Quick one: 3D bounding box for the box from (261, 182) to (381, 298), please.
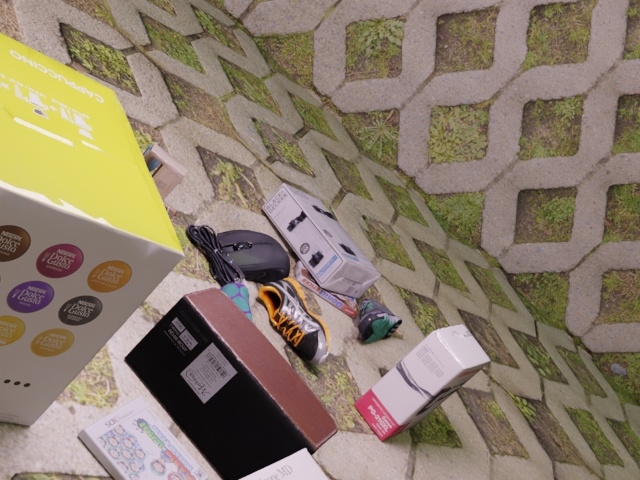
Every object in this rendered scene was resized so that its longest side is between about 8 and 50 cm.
[{"bbox_3d":[0.000,0.000,2.172,0.169,0.087,0.290,22,24,-52],"label":"box"}]

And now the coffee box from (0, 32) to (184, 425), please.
[{"bbox_3d":[-0.428,-0.035,1.073,0.338,0.334,0.338,24,28,-45],"label":"coffee box"}]

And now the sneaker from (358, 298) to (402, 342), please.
[{"bbox_3d":[0.114,0.180,2.108,0.098,0.083,0.224,44,8,19],"label":"sneaker"}]

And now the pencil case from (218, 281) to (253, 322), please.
[{"bbox_3d":[-0.151,0.145,1.659,0.070,0.064,0.151,14,33,-27],"label":"pencil case"}]

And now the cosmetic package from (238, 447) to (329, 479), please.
[{"bbox_3d":[-0.003,0.475,1.158,0.365,0.155,0.197,51,23,16],"label":"cosmetic package"}]

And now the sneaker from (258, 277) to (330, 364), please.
[{"bbox_3d":[-0.055,0.165,1.804,0.083,0.084,0.215,2,41,-43],"label":"sneaker"}]

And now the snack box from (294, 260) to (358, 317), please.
[{"bbox_3d":[0.014,0.115,2.106,0.178,0.022,0.064,35,20,-24],"label":"snack box"}]

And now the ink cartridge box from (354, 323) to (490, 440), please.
[{"bbox_3d":[0.210,0.286,1.827,0.100,0.237,0.172,51,21,19],"label":"ink cartridge box"}]

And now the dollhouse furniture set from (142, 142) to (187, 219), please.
[{"bbox_3d":[-0.301,-0.083,1.643,0.129,0.183,0.129,38,20,-17],"label":"dollhouse furniture set"}]

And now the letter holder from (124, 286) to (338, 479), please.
[{"bbox_3d":[-0.118,0.231,1.429,0.302,0.152,0.214,48,18,10],"label":"letter holder"}]

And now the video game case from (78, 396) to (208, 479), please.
[{"bbox_3d":[-0.240,0.299,1.242,0.157,0.019,0.143,47,20,7],"label":"video game case"}]

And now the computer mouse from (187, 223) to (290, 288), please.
[{"bbox_3d":[-0.141,0.032,1.894,0.188,0.072,0.272,53,21,24],"label":"computer mouse"}]
